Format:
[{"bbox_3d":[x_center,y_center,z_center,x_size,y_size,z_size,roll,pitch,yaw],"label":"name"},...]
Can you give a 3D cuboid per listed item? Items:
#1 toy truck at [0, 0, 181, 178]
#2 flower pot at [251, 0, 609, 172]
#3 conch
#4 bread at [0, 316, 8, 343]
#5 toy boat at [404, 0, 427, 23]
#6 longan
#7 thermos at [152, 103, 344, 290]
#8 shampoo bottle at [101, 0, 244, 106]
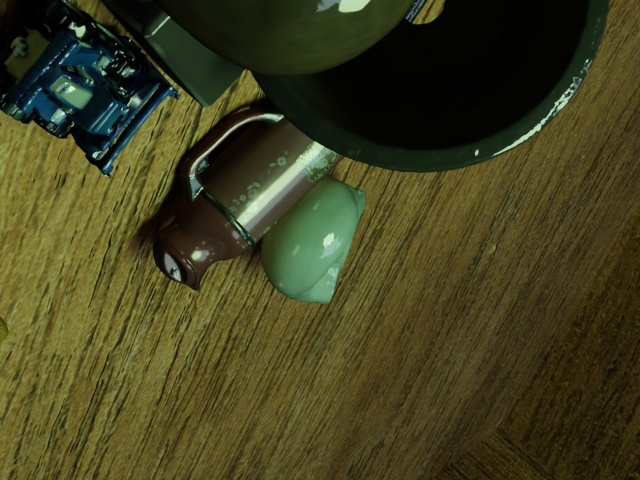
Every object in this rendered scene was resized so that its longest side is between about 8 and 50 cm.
[{"bbox_3d":[-0.218,-0.142,1.584,0.113,0.126,0.208,-50,161,7],"label":"toy truck"},{"bbox_3d":[0.093,-0.254,1.776,0.379,0.379,0.251,-49,-178,4],"label":"flower pot"},{"bbox_3d":[-0.003,-0.004,2.293,0.185,0.121,0.221,-39,163,-18],"label":"conch"},{"bbox_3d":[-0.387,0.110,1.825,0.103,0.049,0.062,-43,140,-7],"label":"bread"},{"bbox_3d":[0.088,-0.309,1.955,0.103,0.093,0.246,33,93,-33],"label":"toy boat"},{"bbox_3d":[-0.029,-0.288,1.481,0.297,0.297,0.297,-40,159,-19],"label":"longan"},{"bbox_3d":[-0.073,-0.082,2.021,0.330,0.109,0.136,-45,160,-6],"label":"thermos"},{"bbox_3d":[-0.143,-0.216,1.667,0.079,0.080,0.246,-48,161,-3],"label":"shampoo bottle"}]
